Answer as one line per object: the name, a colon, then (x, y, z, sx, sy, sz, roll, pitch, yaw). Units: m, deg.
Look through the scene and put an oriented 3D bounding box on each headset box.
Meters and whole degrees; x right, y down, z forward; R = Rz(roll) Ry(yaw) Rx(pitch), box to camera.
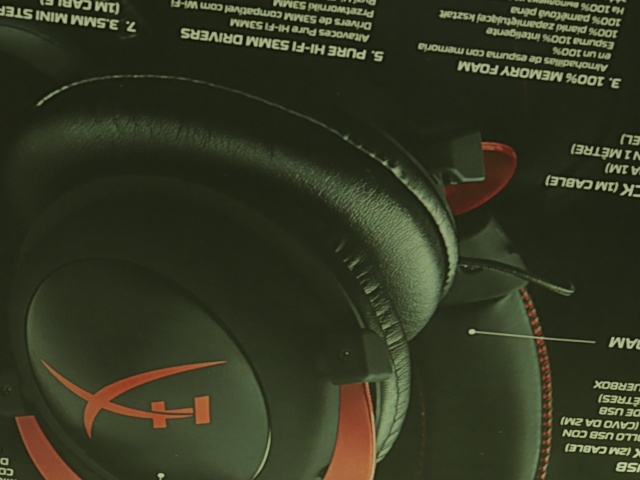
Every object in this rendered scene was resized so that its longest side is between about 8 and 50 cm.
headset box: (0.000, 0.000, 0.409, 0.218, 0.110, 0.293, 5, 127, -6)
